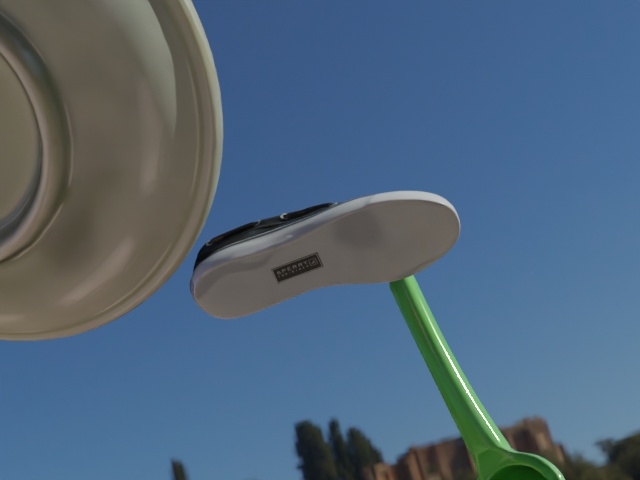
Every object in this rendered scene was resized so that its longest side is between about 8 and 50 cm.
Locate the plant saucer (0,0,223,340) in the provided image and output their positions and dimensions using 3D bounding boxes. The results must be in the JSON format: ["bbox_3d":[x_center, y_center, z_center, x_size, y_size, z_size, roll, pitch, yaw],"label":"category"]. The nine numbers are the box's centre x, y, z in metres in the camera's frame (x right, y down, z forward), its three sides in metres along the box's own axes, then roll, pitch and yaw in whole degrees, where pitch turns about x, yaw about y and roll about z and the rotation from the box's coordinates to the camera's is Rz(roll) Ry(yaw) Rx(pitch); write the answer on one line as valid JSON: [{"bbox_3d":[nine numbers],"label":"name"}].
[{"bbox_3d":[-0.277,-0.091,0.921,0.400,0.401,0.100,-24,13,23],"label":"plant saucer"}]

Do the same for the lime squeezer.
[{"bbox_3d":[0.132,0.146,0.629,0.059,0.310,0.110,-44,-2,44],"label":"lime squeezer"}]

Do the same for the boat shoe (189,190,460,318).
[{"bbox_3d":[0.000,0.000,0.631,0.142,0.040,0.049,-15,-58,1],"label":"boat shoe"}]
